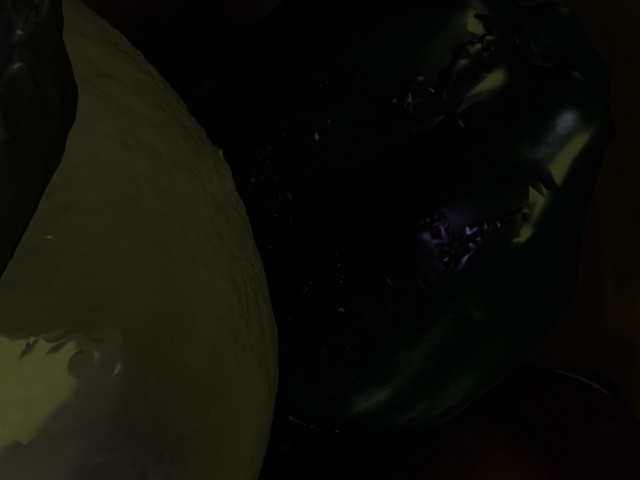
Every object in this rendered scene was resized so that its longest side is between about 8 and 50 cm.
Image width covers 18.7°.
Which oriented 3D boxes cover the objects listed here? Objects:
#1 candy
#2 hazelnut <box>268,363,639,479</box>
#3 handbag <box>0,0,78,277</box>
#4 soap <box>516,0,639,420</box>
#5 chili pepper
[{"bbox_3d":[-0.127,0.043,0.577,0.295,0.185,0.296,-18,114,-49],"label":"candy"},{"bbox_3d":[0.063,0.166,0.843,0.218,0.218,0.234,36,79,-50],"label":"hazelnut"},{"bbox_3d":[-0.180,-0.052,0.452,0.175,0.270,0.089,-57,170,-28],"label":"handbag"},{"bbox_3d":[0.175,-0.101,0.983,0.335,0.156,0.293,-31,120,-49],"label":"soap"},{"bbox_3d":[0.000,0.000,0.760,0.165,0.261,0.174,36,26,-22],"label":"chili pepper"}]
